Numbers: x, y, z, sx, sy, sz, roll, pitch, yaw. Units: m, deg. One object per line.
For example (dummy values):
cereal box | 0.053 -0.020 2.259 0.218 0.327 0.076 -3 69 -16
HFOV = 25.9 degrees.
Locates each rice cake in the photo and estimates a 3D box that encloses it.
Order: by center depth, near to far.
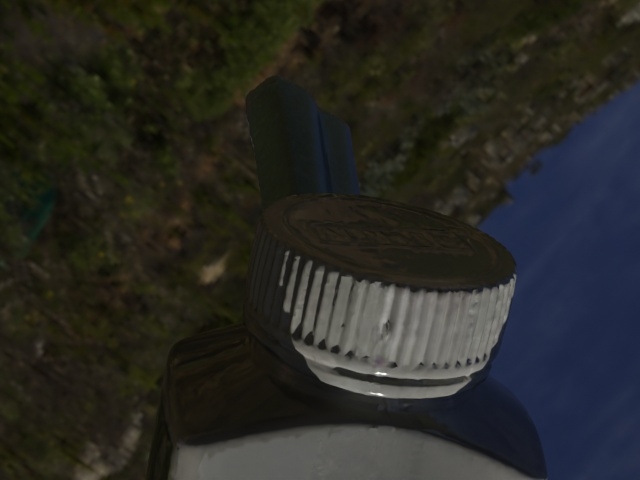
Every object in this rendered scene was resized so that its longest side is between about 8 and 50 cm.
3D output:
rice cake | -0.001 -0.001 0.845 0.042 0.080 0.221 -34 -134 30

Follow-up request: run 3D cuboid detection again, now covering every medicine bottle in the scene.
medicine bottle | 0.006 0.086 0.488 0.088 0.132 0.188 -108 -152 -69
